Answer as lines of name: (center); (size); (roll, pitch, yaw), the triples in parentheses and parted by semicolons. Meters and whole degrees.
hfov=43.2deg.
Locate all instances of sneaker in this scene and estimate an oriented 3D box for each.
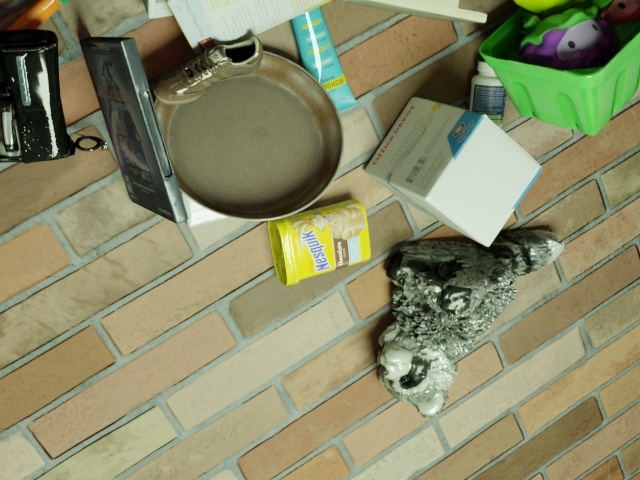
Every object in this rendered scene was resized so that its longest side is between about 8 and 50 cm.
sneaker: (-0.177, -0.276, 1.267); (0.188, 0.071, 0.066); (-28, 77, -23)

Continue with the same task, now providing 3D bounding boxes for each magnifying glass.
magnifying glass: (-0.376, -0.379, 1.203); (0.231, 0.026, 0.092); (-43, 159, 3)

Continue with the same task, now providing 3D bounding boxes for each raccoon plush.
raccoon plush: (0.301, 0.168, 1.584); (0.446, 0.216, 0.299); (-7, 117, -20)

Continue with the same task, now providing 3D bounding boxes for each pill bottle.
pill bottle: (0.314, -0.273, 1.513); (0.067, 0.067, 0.120); (-4, 108, -21)

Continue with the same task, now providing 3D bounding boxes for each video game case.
video game case: (-0.285, -0.171, 1.229); (0.026, 0.196, 0.274); (-25, 115, -26)

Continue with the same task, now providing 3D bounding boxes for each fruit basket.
fruit basket: (0.453, -0.427, 1.403); (0.392, 0.283, 0.392); (-21, 123, -36)

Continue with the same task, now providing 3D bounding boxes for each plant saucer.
plant saucer: (-0.116, -0.167, 1.304); (0.310, 0.050, 0.310); (4, 68, -11)

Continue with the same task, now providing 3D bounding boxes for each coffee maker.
coffee maker: (-0.420, -0.218, 1.198); (0.171, 0.120, 0.178); (-18, 126, -34)

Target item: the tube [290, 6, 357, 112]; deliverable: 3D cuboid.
tube: (-0.001, -0.311, 1.387); (0.080, 0.052, 0.207); (-21, 119, -2)

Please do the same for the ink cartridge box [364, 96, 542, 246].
ink cartridge box: (0.228, -0.128, 1.432); (0.168, 0.233, 0.171); (33, 92, -29)

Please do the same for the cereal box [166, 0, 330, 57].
cereal box: (-0.108, -0.380, 1.234); (0.240, 0.173, 0.047); (-24, 72, -1)

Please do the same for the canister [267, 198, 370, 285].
canister: (0.000, 0.000, 1.469); (0.170, 0.073, 0.126); (-16, 112, -19)

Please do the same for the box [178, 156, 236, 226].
box: (-0.191, -0.090, 1.353); (0.102, 0.087, 0.101); (-14, 112, -19)

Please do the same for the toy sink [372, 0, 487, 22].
toy sink: (0.157, -0.449, 1.346); (0.234, 0.153, 0.131); (4, 104, -22)

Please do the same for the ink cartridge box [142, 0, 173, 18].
ink cartridge box: (-0.210, -0.413, 1.193); (0.104, 0.181, 0.061); (-15, 73, -18)
